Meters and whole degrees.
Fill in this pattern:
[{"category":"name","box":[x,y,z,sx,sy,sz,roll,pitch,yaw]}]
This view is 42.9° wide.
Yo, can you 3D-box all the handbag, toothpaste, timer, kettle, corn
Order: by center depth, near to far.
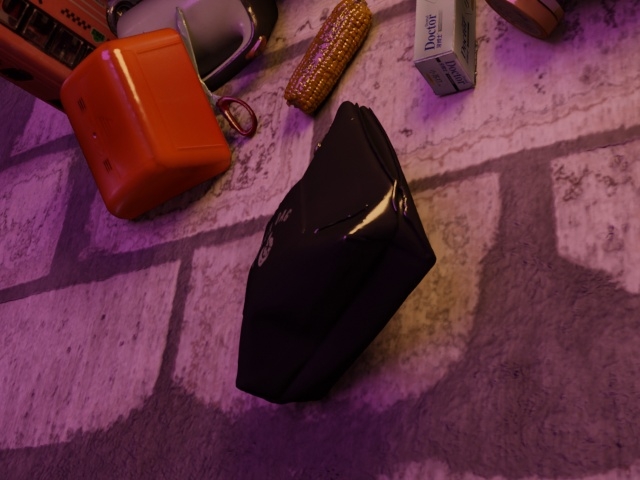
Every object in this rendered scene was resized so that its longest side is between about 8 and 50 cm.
[{"category":"handbag","box":[0.000,0.000,1.008,0.342,0.152,0.288,-54,27,37]},{"category":"toothpaste","box":[0.178,-0.357,1.156,0.071,0.089,0.313,-9,60,29]},{"category":"corn","box":[0.014,-0.288,1.259,0.068,0.068,0.207,27,83,44]},{"category":"timer","box":[-0.318,-0.183,1.355,0.250,0.161,0.258,-24,89,41]},{"category":"kettle","box":[-0.201,-0.361,1.418,0.255,0.165,0.240,-24,64,22]}]

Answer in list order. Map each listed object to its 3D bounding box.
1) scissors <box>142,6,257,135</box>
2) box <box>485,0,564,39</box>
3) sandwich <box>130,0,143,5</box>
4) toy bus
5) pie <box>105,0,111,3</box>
[{"category":"scissors","box":[-0.211,-0.260,1.356,0.144,0.017,0.248,-28,88,23]},{"category":"box","box":[0.260,-0.302,1.047,0.037,0.105,0.105,-55,45,7]},{"category":"sandwich","box":[-0.399,-0.594,1.704,0.109,0.159,0.185,-30,40,47]},{"category":"toy bus","box":[-0.533,-0.400,1.512,0.203,0.427,0.233,5,72,40]},{"category":"pie","box":[-0.509,-0.615,1.851,0.205,0.084,0.179,18,77,40]}]
